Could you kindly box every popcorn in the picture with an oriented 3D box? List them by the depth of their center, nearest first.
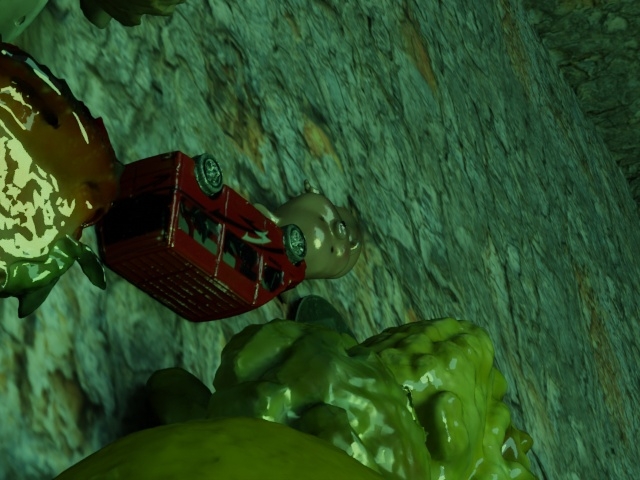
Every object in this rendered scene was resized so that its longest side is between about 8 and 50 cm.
[{"bbox_3d":[-0.029,0.144,0.904,0.198,0.213,0.197,9,90,-71],"label":"popcorn"},{"bbox_3d":[0.086,0.173,1.112,0.286,0.174,0.225,37,49,-52],"label":"popcorn"}]

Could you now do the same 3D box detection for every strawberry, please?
[{"bbox_3d":[-0.195,-0.042,0.792,0.192,0.085,0.140,29,83,-41],"label":"strawberry"}]

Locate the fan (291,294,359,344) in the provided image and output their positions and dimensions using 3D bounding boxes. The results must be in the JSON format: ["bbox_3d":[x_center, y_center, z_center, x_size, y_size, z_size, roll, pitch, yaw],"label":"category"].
[{"bbox_3d":[0.020,0.178,1.220,0.223,0.012,0.294,61,21,-20],"label":"fan"}]

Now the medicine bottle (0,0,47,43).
[{"bbox_3d":[-0.234,-0.186,0.782,0.143,0.147,0.147,25,44,-63],"label":"medicine bottle"}]

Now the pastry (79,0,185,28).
[{"bbox_3d":[-0.163,-0.290,0.932,0.329,0.136,0.329,46,-13,14],"label":"pastry"}]

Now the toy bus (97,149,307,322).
[{"bbox_3d":[-0.083,0.009,1.050,0.195,0.081,0.089,40,42,-51],"label":"toy bus"}]

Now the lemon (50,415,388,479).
[{"bbox_3d":[-0.040,0.214,0.676,0.284,0.261,0.260,48,26,-32],"label":"lemon"}]

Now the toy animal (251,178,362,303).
[{"bbox_3d":[-0.005,0.003,1.269,0.083,0.089,0.150,50,17,21],"label":"toy animal"}]
